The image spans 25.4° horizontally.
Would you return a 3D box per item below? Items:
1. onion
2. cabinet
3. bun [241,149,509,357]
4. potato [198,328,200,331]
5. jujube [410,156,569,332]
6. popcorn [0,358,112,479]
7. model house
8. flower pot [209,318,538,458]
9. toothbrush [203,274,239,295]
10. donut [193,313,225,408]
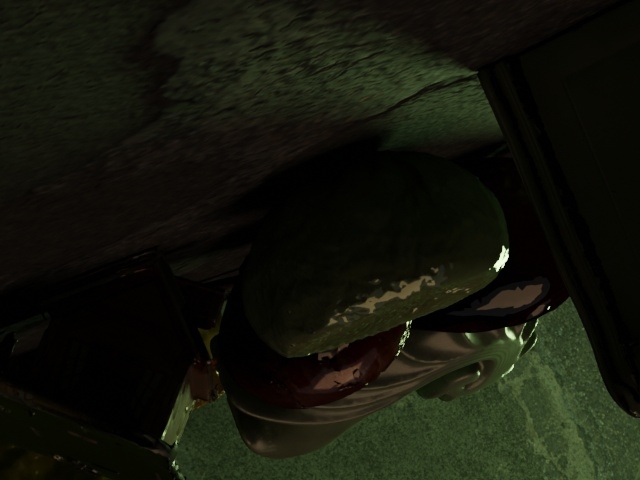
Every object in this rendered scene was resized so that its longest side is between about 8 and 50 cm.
[{"bbox_3d":[0.008,0.067,1.171,0.184,0.184,0.147,-24,131,26],"label":"onion"},{"bbox_3d":[0.326,-0.069,0.858,0.318,0.227,0.290,-25,173,32],"label":"cabinet"},{"bbox_3d":[0.032,0.004,0.997,0.195,0.118,0.195,-23,168,-5],"label":"bun"},{"bbox_3d":[-0.149,0.077,1.291,0.083,0.062,0.068,6,-155,2],"label":"potato"},{"bbox_3d":[0.120,0.016,1.282,0.236,0.168,0.168,-20,175,14],"label":"jujube"},{"bbox_3d":[-0.306,0.225,1.462,0.251,0.206,0.237,-11,-168,15],"label":"popcorn"},{"bbox_3d":[-0.177,0.088,1.098,0.207,0.154,0.294,21,164,2],"label":"model house"},{"bbox_3d":[0.057,0.113,1.589,0.367,0.164,0.254,-23,152,0],"label":"flower pot"},{"bbox_3d":[-0.052,0.035,1.416,0.321,0.031,0.023,-19,139,-31],"label":"toothbrush"},{"bbox_3d":[-0.229,0.175,1.685,0.277,0.108,0.277,-22,174,-2],"label":"donut"}]
